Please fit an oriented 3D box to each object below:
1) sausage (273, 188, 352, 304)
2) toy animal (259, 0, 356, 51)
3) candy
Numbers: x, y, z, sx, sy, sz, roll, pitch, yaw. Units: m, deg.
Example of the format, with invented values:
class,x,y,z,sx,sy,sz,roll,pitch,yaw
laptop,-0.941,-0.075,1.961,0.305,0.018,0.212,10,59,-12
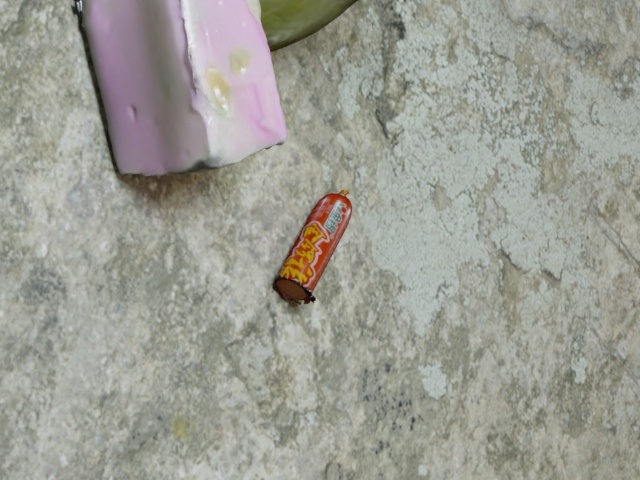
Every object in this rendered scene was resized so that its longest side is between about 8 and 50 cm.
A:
class,x,y,z,sx,sy,sz,roll,pitch,yaw
sausage,0.000,0.000,2.086,0.048,0.050,0.145,53,50,-32
toy animal,0.014,-0.310,1.946,0.181,0.363,0.180,23,54,-45
candy,-0.138,-0.197,1.900,0.115,0.155,0.265,-18,97,-48
